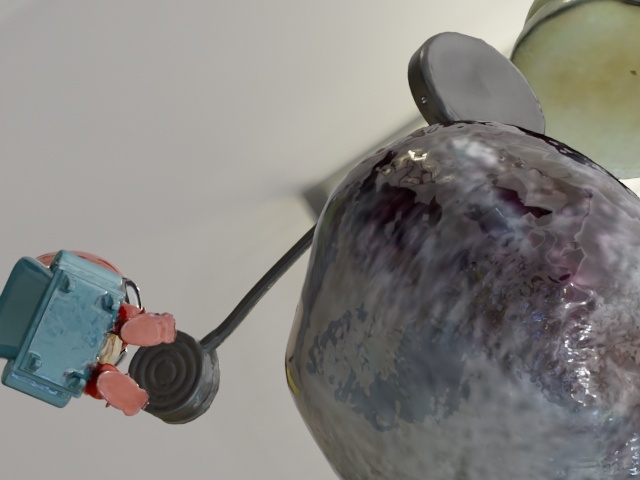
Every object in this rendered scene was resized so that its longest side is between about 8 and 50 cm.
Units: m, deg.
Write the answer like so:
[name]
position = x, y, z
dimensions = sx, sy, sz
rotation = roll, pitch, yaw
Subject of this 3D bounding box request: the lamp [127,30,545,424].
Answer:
[lamp]
position = -0.016, -0.010, 1.347
dimensions = 0.108, 0.371, 0.130
rotation = 26, 36, -59

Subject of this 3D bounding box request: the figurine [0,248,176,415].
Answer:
[figurine]
position = -0.119, 0.039, 0.894
dimensions = 0.075, 0.068, 0.140
rotation = 23, -1, -17

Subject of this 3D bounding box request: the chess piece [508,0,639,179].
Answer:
[chess piece]
position = 0.264, -0.222, 1.597
dimensions = 0.182, 0.182, 0.330
rotation = 54, 34, -30

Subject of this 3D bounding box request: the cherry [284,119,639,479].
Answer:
[cherry]
position = 0.099, 0.059, 1.104
dimensions = 0.296, 0.218, 0.255
rotation = 22, -71, 58
